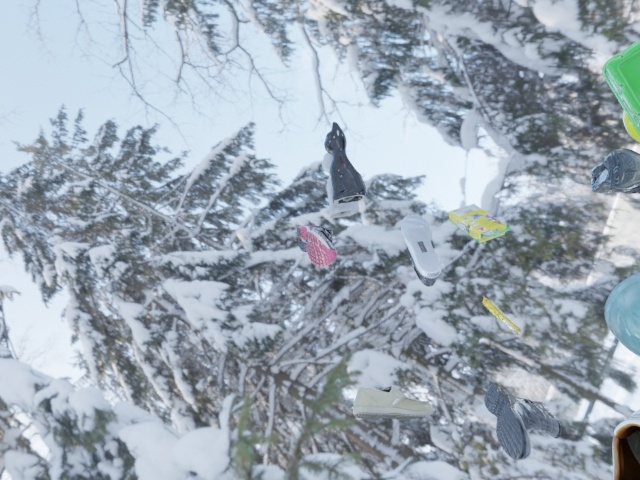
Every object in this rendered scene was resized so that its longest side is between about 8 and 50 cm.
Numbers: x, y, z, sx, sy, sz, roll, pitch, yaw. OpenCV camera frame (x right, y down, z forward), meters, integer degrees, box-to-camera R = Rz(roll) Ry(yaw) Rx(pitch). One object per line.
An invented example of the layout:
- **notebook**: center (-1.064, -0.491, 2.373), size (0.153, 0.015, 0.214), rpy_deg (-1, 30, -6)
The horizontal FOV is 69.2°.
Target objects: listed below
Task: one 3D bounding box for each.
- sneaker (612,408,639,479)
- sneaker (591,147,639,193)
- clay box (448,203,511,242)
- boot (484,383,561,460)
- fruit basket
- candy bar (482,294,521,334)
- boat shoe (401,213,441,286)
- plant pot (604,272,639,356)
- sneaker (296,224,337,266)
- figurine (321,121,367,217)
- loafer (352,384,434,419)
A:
- **sneaker**: center (0.452, 0.244, 0.591), size (0.290, 0.105, 0.123), rpy_deg (-41, -74, -35)
- **sneaker**: center (0.681, -0.147, 0.993), size (0.227, 0.130, 0.087), rpy_deg (14, -105, -74)
- **clay box**: center (0.630, -0.064, 1.840), size (0.127, 0.222, 0.053), rpy_deg (-17, -53, -18)
- **boot**: center (0.699, 0.610, 1.539), size (0.338, 0.222, 0.118), rpy_deg (-70, -1, -70)
- **fruit basket**: center (0.883, -0.341, 1.140), size (0.391, 0.283, 0.392), rpy_deg (20, -125, -31)
- **candy bar**: center (0.583, 0.243, 1.502), size (0.018, 0.161, 0.040), rpy_deg (-28, -40, -18)
- **boat shoe**: center (0.266, 0.026, 1.233), size (0.080, 0.229, 0.076), rpy_deg (-8, -46, -5)
- **plant pot**: center (1.045, 0.259, 1.393), size (0.196, 0.292, 0.293), rpy_deg (-53, -30, -63)
- **sneaker**: center (0.000, 0.000, 1.644), size (0.111, 0.299, 0.121), rpy_deg (-12, -70, -14)
- **figurine**: center (0.052, -0.187, 1.275), size (0.215, 0.092, 0.210), rpy_deg (105, 154, -77)
- **loafer**: center (0.222, 0.482, 1.385), size (0.268, 0.102, 0.092), rpy_deg (11, -120, -23)
